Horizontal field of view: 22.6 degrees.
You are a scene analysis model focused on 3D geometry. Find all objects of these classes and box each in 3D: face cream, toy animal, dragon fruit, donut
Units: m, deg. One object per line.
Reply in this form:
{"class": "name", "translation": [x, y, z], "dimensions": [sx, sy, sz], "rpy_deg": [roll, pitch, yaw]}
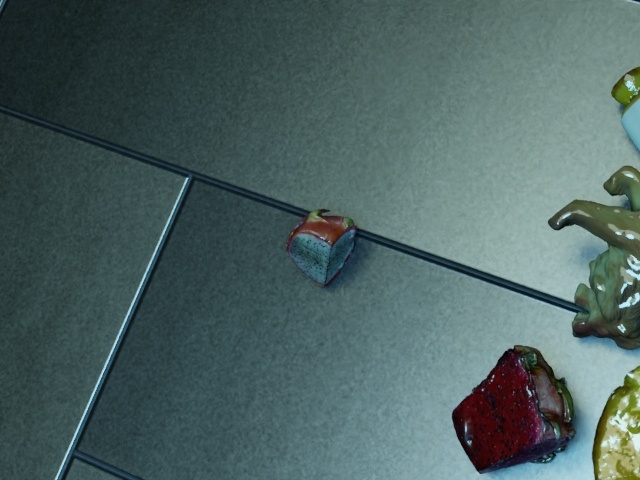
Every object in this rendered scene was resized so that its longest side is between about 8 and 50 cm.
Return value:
{"class": "face cream", "translation": [0.360, -0.095, 1.596], "dimensions": [0.072, 0.051, 0.182], "rpy_deg": [-41, 67, 14]}
{"class": "toy animal", "translation": [0.345, -0.020, 1.530], "dimensions": [0.312, 0.097, 0.157], "rpy_deg": [-39, 82, 24]}
{"class": "dragon fruit", "translation": [0.000, 0.000, 1.684], "dimensions": [0.060, 0.083, 0.056], "rpy_deg": [28, 59, 17]}
{"class": "donut", "translation": [0.343, 0.195, 1.512], "dimensions": [0.162, 0.065, 0.178], "rpy_deg": [26, 83, 19]}
{"class": "dragon fruit", "translation": [0.206, 0.167, 1.552], "dimensions": [0.147, 0.096, 0.102], "rpy_deg": [-45, 50, 50]}
